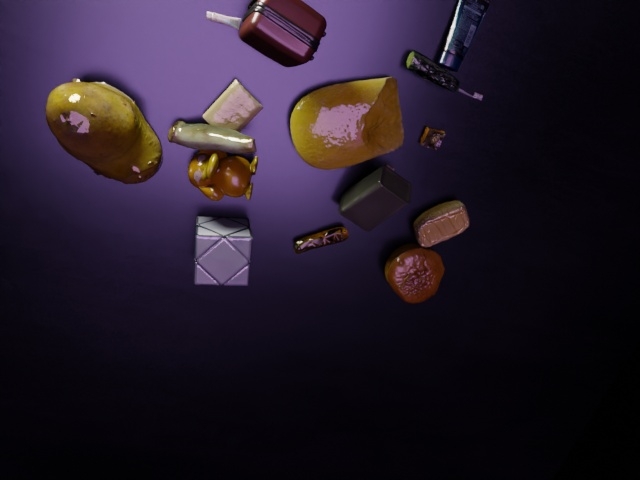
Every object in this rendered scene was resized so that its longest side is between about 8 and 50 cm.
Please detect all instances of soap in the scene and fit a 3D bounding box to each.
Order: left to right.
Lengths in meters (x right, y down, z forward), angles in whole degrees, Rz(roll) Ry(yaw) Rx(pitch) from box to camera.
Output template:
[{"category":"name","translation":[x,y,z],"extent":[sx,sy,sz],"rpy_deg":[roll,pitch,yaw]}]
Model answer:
[{"category":"soap","translation":[0.103,-0.424,1.854],"extent":[0.428,0.115,0.305],"rpy_deg":[-16,119,-5]}]

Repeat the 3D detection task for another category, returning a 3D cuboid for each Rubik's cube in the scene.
[{"category":"Rubik's cube","translation":[-0.370,0.038,1.911],"extent":[0.208,0.205,0.205],"rpy_deg":[4,112,-12]}]

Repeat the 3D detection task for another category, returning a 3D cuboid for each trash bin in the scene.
[{"category":"trash bin","translation":[0.206,-0.160,1.923],"extent":[0.164,0.122,0.240],"rpy_deg":[30,142,-20]}]

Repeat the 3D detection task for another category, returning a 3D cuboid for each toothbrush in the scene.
[{"category":"toothbrush","translation":[0.506,-0.579,1.921],"extent":[0.257,0.018,0.024],"rpy_deg":[13,107,-17]}]

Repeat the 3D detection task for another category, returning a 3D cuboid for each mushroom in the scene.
[{"category":"mushroom","translation":[-0.366,-0.350,1.731],"extent":[0.334,0.107,0.087],"rpy_deg":[9,133,15]}]

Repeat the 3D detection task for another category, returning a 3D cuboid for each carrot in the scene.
[{"category":"carrot","translation":[0.000,-0.001,2.049],"extent":[0.229,0.069,0.068],"rpy_deg":[-17,116,-3]}]

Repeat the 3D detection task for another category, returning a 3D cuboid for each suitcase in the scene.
[{"category":"suitcase","translation":[-0.126,-0.667,1.600],"extent":[0.236,0.297,0.161],"rpy_deg":[26,98,-21]}]

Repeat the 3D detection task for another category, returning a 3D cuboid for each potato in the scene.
[{"category":"potato","translation":[-0.715,-0.321,1.637],"extent":[0.290,0.296,0.396],"rpy_deg":[-21,114,0]}]

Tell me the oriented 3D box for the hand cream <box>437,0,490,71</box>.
[{"category":"hand cream","translation":[0.513,-0.755,1.827],"extent":[0.120,0.061,0.270],"rpy_deg":[17,104,-20]}]

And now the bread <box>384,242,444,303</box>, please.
[{"category":"bread","translation":[0.398,0.129,2.146],"extent":[0.269,0.145,0.268],"rpy_deg":[-6,114,-14]}]

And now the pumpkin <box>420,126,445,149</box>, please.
[{"category":"pumpkin","translation":[0.438,-0.395,1.970],"extent":[0.083,0.054,0.074],"rpy_deg":[9,116,-21]}]

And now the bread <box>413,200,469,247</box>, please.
[{"category":"bread","translation":[0.494,-0.073,2.094],"extent":[0.237,0.106,0.139],"rpy_deg":[-25,117,0]}]

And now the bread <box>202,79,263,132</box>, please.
[{"category":"bread","translation":[-0.309,-0.455,1.784],"extent":[0.178,0.060,0.139],"rpy_deg":[-42,114,9]}]

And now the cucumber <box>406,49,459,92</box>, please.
[{"category":"cucumber","translation":[0.416,-0.620,1.844],"extent":[0.212,0.078,0.062],"rpy_deg":[19,136,-16]}]

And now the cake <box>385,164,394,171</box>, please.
[{"category":"cake","translation":[0.240,-0.248,2.008],"extent":[0.052,0.065,0.121],"rpy_deg":[39,78,-24]}]

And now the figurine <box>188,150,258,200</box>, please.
[{"category":"figurine","translation":[-0.349,-0.236,1.814],"extent":[0.228,0.215,0.215],"rpy_deg":[16,110,-30]}]

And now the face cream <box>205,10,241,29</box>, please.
[{"category":"face cream","translation":[-0.321,-0.732,1.681],"extent":[0.115,0.020,0.038],"rpy_deg":[9,111,-16]}]
